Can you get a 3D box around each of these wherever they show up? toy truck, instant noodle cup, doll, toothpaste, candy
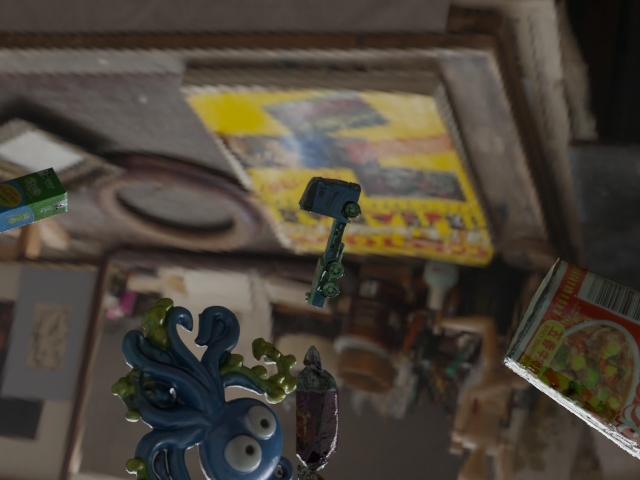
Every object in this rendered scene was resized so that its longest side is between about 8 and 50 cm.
[{"bbox_3d":[0.000,0.000,1.776,0.081,0.175,0.067,15,-171,-5],"label":"toy truck"},{"bbox_3d":[0.310,0.126,1.373,0.212,0.193,0.193,28,157,6],"label":"instant noodle cup"},{"bbox_3d":[-0.160,0.249,1.957,0.341,0.346,0.099,43,139,-18],"label":"doll"},{"bbox_3d":[-0.541,-0.044,2.102,0.266,0.065,0.050,-20,144,-23],"label":"toothpaste"},{"bbox_3d":[-0.003,0.198,1.436,0.045,0.175,0.043,13,-161,39],"label":"candy"}]
